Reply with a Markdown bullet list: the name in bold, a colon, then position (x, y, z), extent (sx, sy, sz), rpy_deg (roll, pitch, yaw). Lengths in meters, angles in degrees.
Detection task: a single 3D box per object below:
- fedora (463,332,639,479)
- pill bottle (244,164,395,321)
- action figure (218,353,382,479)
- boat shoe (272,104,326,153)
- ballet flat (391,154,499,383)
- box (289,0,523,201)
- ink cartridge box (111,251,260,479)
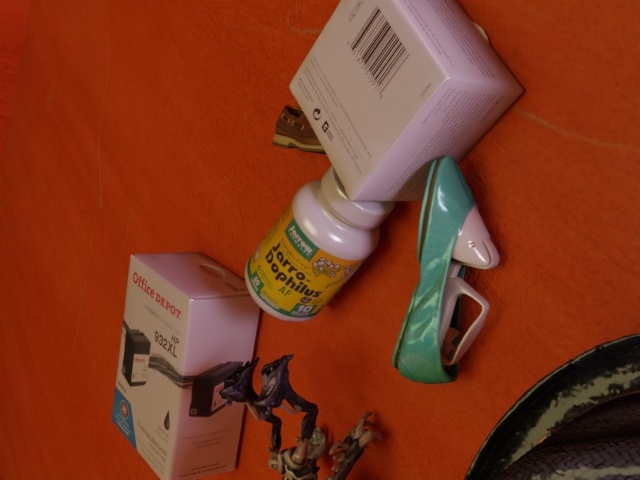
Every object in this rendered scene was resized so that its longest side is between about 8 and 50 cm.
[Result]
- **fedora**: position (0.191, 0.205, 0.434), extent (0.334, 0.153, 0.333), rpy_deg (-14, 69, 40)
- **pill bottle**: position (0.000, 0.000, 0.882), extent (0.208, 0.118, 0.117), rpy_deg (-51, 53, 38)
- **action figure**: position (-0.003, 0.266, 0.883), extent (0.164, 0.141, 0.275), rpy_deg (-24, 99, 41)
- **boat shoe**: position (-0.004, -0.144, 0.927), extent (0.178, 0.064, 0.060), rpy_deg (19, 108, 52)
- **ballet flat**: position (0.141, 0.038, 0.752), extent (0.087, 0.083, 0.247), rpy_deg (15, 104, 26)
- **box**: position (0.083, -0.164, 0.773), extent (0.182, 0.119, 0.180), rpy_deg (-52, 53, 39)
- **ink cartridge box**: position (-0.223, 0.194, 1.157), extent (0.223, 0.129, 0.307), rpy_deg (26, 110, 49)
